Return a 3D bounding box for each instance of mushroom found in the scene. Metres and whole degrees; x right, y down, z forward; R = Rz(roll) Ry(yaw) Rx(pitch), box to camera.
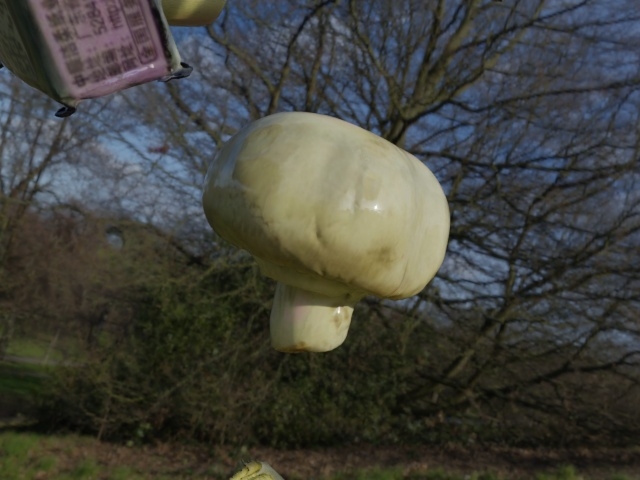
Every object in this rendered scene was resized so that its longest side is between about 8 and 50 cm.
[{"bbox_3d":[0.000,0.000,0.706,0.260,0.234,0.254,18,3,-15],"label":"mushroom"}]

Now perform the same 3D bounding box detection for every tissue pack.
[{"bbox_3d":[-0.223,-0.282,0.451,0.122,0.361,0.259,-26,32,-22],"label":"tissue pack"}]

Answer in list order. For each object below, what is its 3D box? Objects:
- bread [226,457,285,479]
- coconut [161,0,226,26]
[{"bbox_3d":[0.012,0.324,0.608,0.345,0.242,0.405,47,-38,17],"label":"bread"},{"bbox_3d":[-0.149,-0.280,0.677,0.153,0.147,0.147,-14,12,-33],"label":"coconut"}]
